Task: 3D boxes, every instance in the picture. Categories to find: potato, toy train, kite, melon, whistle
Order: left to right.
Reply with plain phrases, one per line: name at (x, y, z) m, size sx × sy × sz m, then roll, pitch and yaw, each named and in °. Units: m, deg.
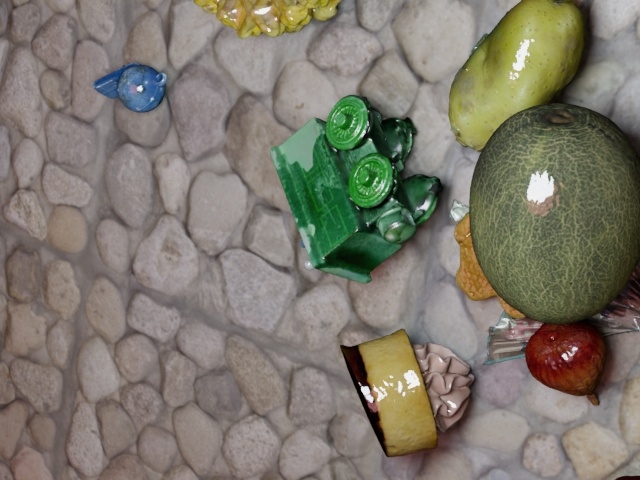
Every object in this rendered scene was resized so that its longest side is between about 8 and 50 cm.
whistle at (-0.324, -0.257, 2.105) m, size 0.158 × 0.090 × 0.090 m, roll -19°, pitch 91°, yaw 33°
toy train at (0.058, -0.088, 1.849) m, size 0.202 × 0.145 × 0.266 m, roll -39°, pitch 54°, yaw 26°
potato at (0.275, -0.236, 1.703) m, size 0.143 × 0.169 × 0.248 m, roll 30°, pitch 124°, yaw -2°
kite at (0.345, 0.039, 1.813) m, size 0.368 × 0.014 × 0.406 m, roll 30°, pitch 115°, yaw 21°
melon at (0.314, -0.032, 1.626) m, size 0.237 × 0.237 × 0.302 m, roll 14°, pitch 128°, yaw 28°

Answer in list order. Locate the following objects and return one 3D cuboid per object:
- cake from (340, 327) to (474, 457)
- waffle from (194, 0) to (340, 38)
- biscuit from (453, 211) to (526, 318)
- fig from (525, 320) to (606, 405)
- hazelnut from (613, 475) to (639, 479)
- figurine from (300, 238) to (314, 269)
cake at (0.146, 0.221, 1.889) m, size 0.178 × 0.185 × 0.208 m, roll -26°, pitch 85°, yaw -3°
waffle at (-0.090, -0.470, 1.878) m, size 0.261 × 0.151 × 0.324 m, roll -21°, pitch 87°, yaw 38°
biscuit at (0.315, 0.025, 1.799) m, size 0.248 × 0.035 × 0.184 m, roll -1°, pitch 99°, yaw 30°
fig at (0.357, 0.187, 1.776) m, size 0.119 × 0.119 × 0.153 m, roll 11°, pitch 119°, yaw 29°
hazelnut at (0.453, 0.442, 1.774) m, size 0.170 × 0.160 × 0.202 m, roll 54°, pitch 160°, yaw 23°
figurine at (0.000, 0.000, 1.969) m, size 0.082 × 0.086 × 0.094 m, roll -28°, pitch 87°, yaw 34°
